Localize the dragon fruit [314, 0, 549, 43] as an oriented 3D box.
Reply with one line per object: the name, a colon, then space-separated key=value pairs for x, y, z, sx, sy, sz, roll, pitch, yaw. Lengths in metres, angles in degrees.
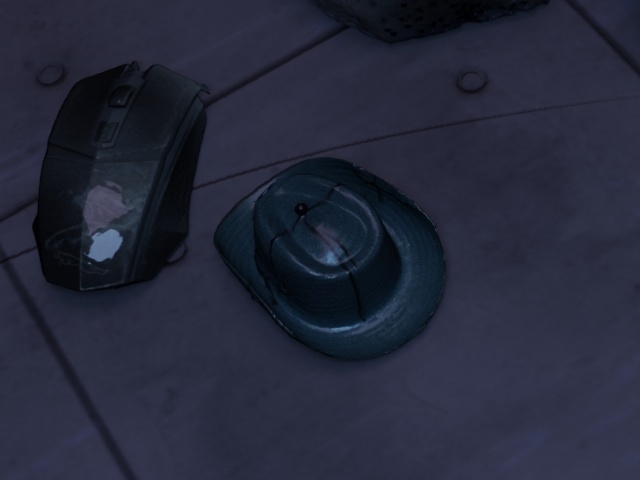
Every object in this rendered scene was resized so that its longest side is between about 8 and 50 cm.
dragon fruit: x=0.085 y=-0.307 z=1.306 sx=0.283 sy=0.204 sz=0.221 roll=-18 pitch=56 yaw=0

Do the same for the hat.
hat: x=0.000 y=0.000 z=1.190 sx=0.191 sy=0.078 sz=0.138 roll=37 pitch=72 yaw=29

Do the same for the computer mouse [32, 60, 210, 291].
computer mouse: x=-0.161 y=-0.061 z=1.266 sx=0.126 sy=0.071 sz=0.231 roll=3 pitch=57 yaw=13
